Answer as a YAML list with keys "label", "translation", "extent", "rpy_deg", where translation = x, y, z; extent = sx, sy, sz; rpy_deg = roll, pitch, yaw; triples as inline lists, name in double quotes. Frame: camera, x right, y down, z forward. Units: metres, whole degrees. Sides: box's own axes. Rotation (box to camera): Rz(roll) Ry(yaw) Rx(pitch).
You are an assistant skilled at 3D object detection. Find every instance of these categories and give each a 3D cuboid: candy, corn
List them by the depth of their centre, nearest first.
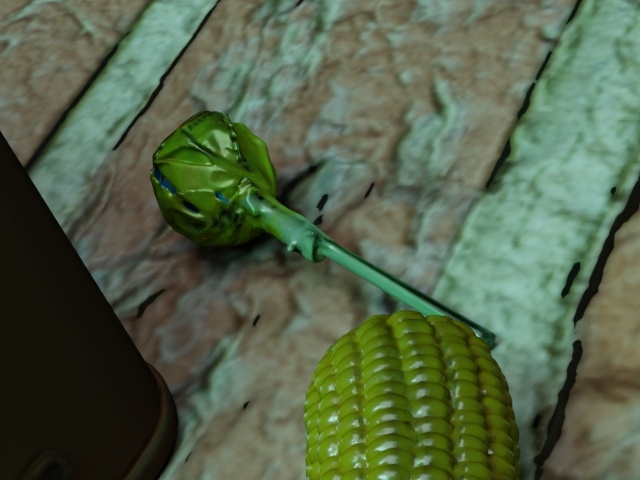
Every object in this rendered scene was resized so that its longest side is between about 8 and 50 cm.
- label: "corn"
  translation: [0.034, 0.115, 0.589]
  extent: [0.080, 0.080, 0.231]
  rpy_deg: [-14, 38, 10]
- label: "candy"
  translation: [0.000, 0.000, 0.767]
  extent: [0.194, 0.062, 0.058]
  rpy_deg: [29, 58, 34]

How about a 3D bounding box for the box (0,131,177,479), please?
- label: "box"
  translation: [-0.273, 0.040, 0.702]
  extent: [0.339, 0.229, 0.239]
  rpy_deg: [9, 49, 33]
